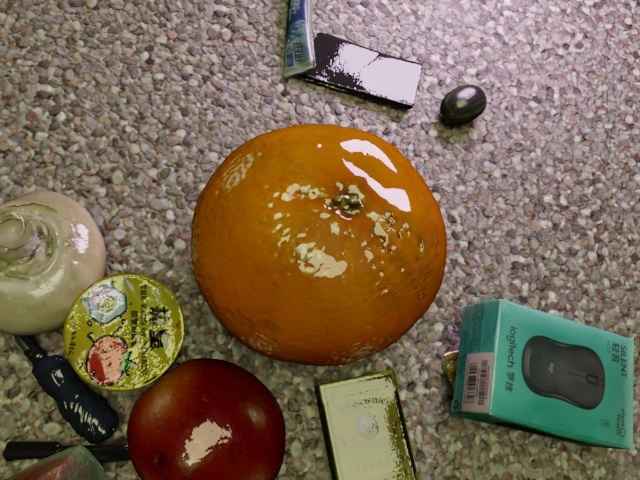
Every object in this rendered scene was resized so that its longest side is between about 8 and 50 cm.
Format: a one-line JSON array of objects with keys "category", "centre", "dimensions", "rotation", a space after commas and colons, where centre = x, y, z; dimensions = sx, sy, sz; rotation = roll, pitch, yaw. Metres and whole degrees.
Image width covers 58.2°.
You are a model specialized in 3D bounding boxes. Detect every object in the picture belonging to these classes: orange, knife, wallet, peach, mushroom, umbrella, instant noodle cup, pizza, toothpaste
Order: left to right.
[{"category": "mushroom", "centre": [-0.474, 0.023, 0.930], "dimensions": [0.246, 0.202, 0.246], "rotation": [4, 60, -7]}, {"category": "umbrella", "centre": [-0.430, 0.235, 0.945], "dimensions": [0.248, 0.071, 0.071], "rotation": [40, 71, 9]}, {"category": "knife", "centre": [-0.384, 0.341, 0.914], "dimensions": [0.231, 0.060, 0.028], "rotation": [-3, 41, 4]}, {"category": "instant noodle cup", "centre": [-0.306, 0.157, 0.942], "dimensions": [0.182, 0.144, 0.182], "rotation": [2, 73, -6]}, {"category": "peach", "centre": [-0.166, 0.298, 0.878], "dimensions": [0.244, 0.199, 0.243], "rotation": [23, 29, -14]}, {"category": "toothpaste", "centre": [-0.045, -0.472, 1.238], "dimensions": [0.069, 0.047, 0.268], "rotation": [0, 73, -2]}, {"category": "orange", "centre": [0.000, 0.000, 0.948], "dimensions": [0.424, 0.326, 0.423], "rotation": [3, 73, -10]}, {"category": "wallet", "centre": [0.093, -0.365, 1.238], "dimensions": [0.245, 0.025, 0.124], "rotation": [15, 69, -1]}, {"category": "pizza", "centre": [0.300, 0.254, 1.072], "dimensions": [0.160, 0.036, 0.098], "rotation": [14, 71, -5]}]

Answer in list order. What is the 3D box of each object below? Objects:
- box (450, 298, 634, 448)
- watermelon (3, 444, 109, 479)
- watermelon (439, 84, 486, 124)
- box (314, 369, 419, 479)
[{"category": "box", "centre": [0.400, 0.241, 1.022], "dimensions": [0.312, 0.118, 0.205], "rotation": [18, 72, -16]}, {"category": "watermelon", "centre": [-0.409, 0.459, 0.803], "dimensions": [0.148, 0.226, 0.318], "rotation": [-15, 62, 14]}, {"category": "watermelon", "centre": [0.302, -0.288, 1.224], "dimensions": [0.111, 0.078, 0.078], "rotation": [-29, 79, -16]}, {"category": "box", "centre": [0.080, 0.346, 0.992], "dimensions": [0.141, 0.064, 0.219], "rotation": [-8, 73, -11]}]
